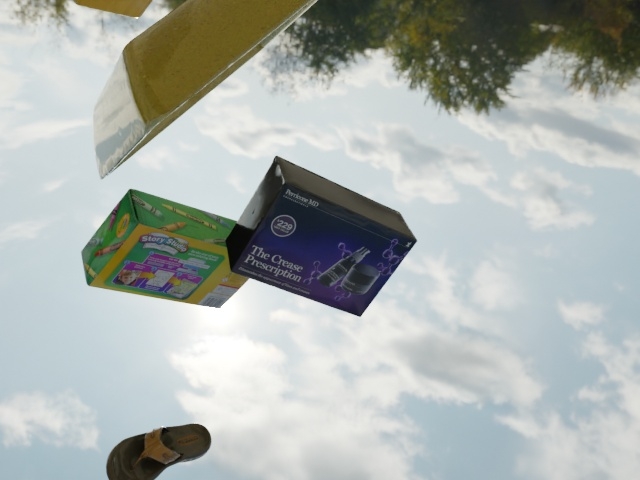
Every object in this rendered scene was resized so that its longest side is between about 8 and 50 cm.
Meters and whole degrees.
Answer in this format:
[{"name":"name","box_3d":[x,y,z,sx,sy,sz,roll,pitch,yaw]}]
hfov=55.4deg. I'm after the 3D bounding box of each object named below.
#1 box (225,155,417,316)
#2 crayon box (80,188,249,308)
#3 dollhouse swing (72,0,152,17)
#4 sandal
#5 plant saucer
[{"name":"box","box_3d":[0.000,0.000,1.027,0.261,0.184,0.103,22,-157,-26]},{"name":"crayon box","box_3d":[-0.248,0.025,1.072,0.278,0.165,0.081,18,-143,-44]},{"name":"dollhouse swing","box_3d":[-0.408,-0.532,0.867,0.347,0.315,0.305,41,-173,27]},{"name":"sandal","box_3d":[-0.272,0.364,1.063,0.219,0.060,0.090,-1,-131,-49]},{"name":"plant saucer","box_3d":[-0.140,-0.227,0.728,0.333,0.081,0.332,-46,-164,-22]}]
